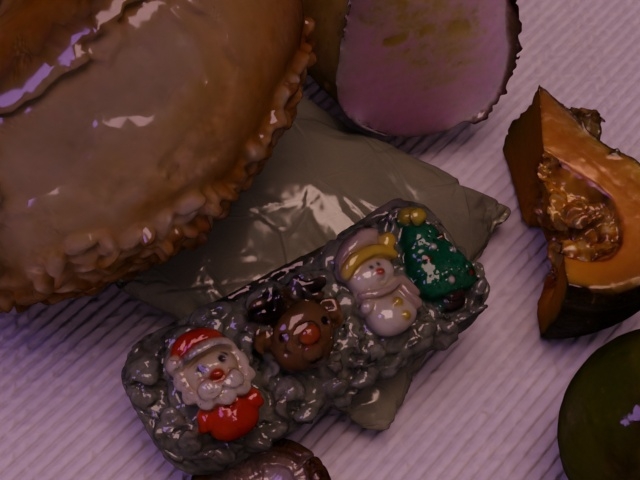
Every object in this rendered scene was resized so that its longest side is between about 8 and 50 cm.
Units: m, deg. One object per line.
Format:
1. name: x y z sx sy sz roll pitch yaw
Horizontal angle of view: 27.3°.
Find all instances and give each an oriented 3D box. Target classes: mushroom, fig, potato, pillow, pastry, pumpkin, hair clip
1. mushroom: -0.046 0.210 1.037 0.123 0.052 0.123 4 47 -4
2. fig: 0.283 0.147 1.068 0.181 0.181 0.191 7 30 -6
3. potato: 0.053 -0.254 1.317 0.229 0.229 0.266 -11 32 -18
4. pillow: 0.000 -0.002 1.184 0.274 0.076 0.280 28 55 9
5. pastry: -0.190 -0.111 1.086 0.410 0.245 0.409 -27 29 17
6. pumpkin: 0.252 -0.026 1.221 0.126 0.131 0.248 -4 60 -3
7. hair clip: 0.001 0.066 1.057 0.321 0.091 0.138 -29 77 -23
